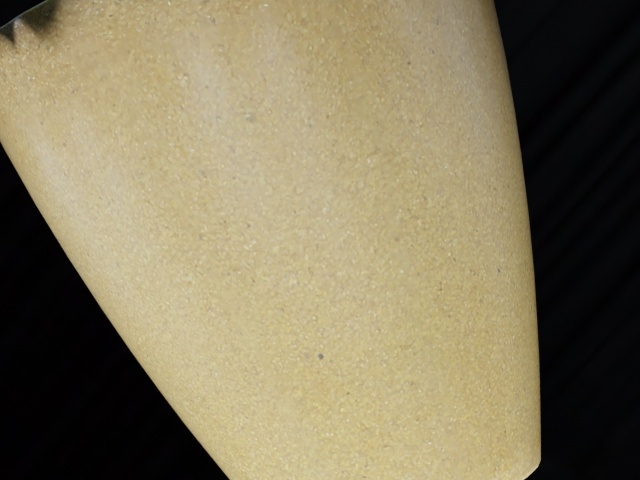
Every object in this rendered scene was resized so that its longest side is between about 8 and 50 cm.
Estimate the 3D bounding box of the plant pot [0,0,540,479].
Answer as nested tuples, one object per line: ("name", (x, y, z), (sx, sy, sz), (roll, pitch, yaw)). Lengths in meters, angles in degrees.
("plant pot", (0.000, 0.000, 0.757), (0.237, 0.237, 0.254), (3, -115, -88))
